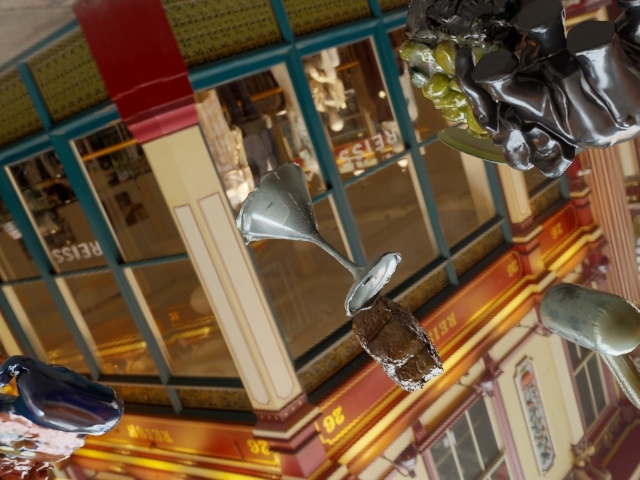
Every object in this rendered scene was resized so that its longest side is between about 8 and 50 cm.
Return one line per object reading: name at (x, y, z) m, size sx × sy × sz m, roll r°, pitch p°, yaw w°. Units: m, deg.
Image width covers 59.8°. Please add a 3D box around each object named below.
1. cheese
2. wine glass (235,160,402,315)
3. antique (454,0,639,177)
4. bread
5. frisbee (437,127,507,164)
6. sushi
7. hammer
cheese at (-0.315, 0.216, 0.478) m, size 0.329 × 0.217 × 0.129 m, roll -40°, pitch -139°, yaw 11°
wine glass at (0.000, 0.000, 0.862) m, size 0.232 × 0.156 × 0.156 m, roll 39°, pitch -132°, yaw 24°
antique at (0.398, -0.241, 0.894) m, size 0.322 × 0.255 × 0.185 m, roll -7°, pitch -126°, yaw 31°
bread at (0.179, 0.232, 1.261) m, size 0.135 × 0.247 × 0.232 m, roll -41°, pitch -140°, yaw -5°
frisbee at (0.412, -0.244, 1.417) m, size 0.235 × 0.017 × 0.236 m, roll 11°, pitch -153°, yaw -6°
sushi at (0.311, -0.400, 1.195) m, size 0.328 × 0.285 × 0.328 m, roll 29°, pitch -170°, yaw 10°
hammer at (0.558, 0.217, 1.056) m, size 0.113 × 0.305 × 0.202 m, roll -40°, pitch -168°, yaw -2°
